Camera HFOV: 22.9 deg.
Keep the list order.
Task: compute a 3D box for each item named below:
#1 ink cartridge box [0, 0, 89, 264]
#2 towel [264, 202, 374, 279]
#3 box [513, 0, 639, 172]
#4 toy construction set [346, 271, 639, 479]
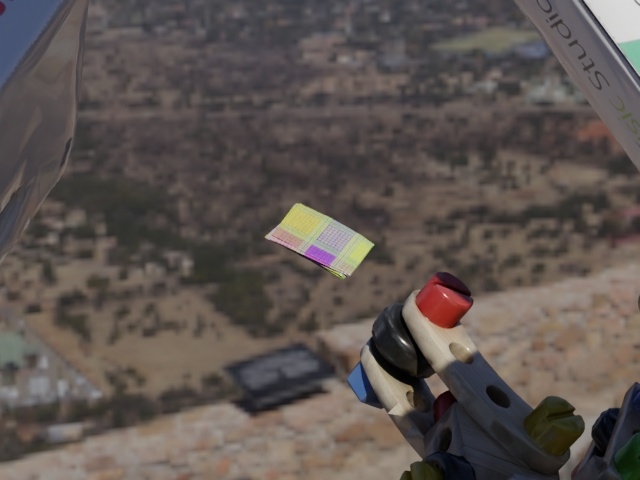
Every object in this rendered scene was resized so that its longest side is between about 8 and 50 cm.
[{"bbox_3d":[-0.283,-0.074,0.697,0.306,0.131,0.226,19,44,3],"label":"ink cartridge box"},{"bbox_3d":[0.000,0.000,1.376,0.083,0.009,0.060,26,42,12],"label":"towel"},{"bbox_3d":[0.252,-0.114,0.608,0.322,0.232,0.058,-38,3,-11],"label":"box"},{"bbox_3d":[0.180,0.147,1.071,0.309,0.257,0.237,-31,29,17],"label":"toy construction set"}]
